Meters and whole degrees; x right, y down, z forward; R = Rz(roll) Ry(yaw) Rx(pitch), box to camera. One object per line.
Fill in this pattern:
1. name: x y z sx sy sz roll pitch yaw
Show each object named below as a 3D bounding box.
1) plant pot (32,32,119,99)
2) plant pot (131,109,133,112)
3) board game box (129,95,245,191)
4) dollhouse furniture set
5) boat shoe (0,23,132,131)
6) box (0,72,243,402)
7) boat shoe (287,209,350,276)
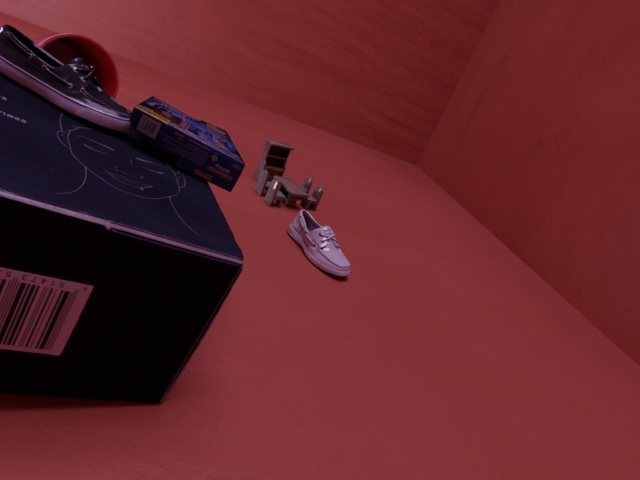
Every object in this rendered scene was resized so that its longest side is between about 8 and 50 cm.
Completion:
1. plant pot: -0.880 -0.581 1.550 0.243 0.275 0.275 28 21 36
2. plant pot: -0.437 -0.234 1.216 0.293 0.196 0.293 18 13 -4
3. board game box: -0.234 -0.183 0.820 0.194 0.060 0.194 27 17 -18
4. dollhouse furniture set: -0.125 -0.240 1.640 0.212 0.161 0.242 2 31 -42
5. boat shoe: -0.395 -0.255 0.705 0.228 0.076 0.080 30 17 -8
6. box: -0.435 -0.047 0.677 0.480 0.297 0.472 20 23 -35
7. boat shoe: 0.000 0.000 1.328 0.098 0.096 0.277 1 33 -45
